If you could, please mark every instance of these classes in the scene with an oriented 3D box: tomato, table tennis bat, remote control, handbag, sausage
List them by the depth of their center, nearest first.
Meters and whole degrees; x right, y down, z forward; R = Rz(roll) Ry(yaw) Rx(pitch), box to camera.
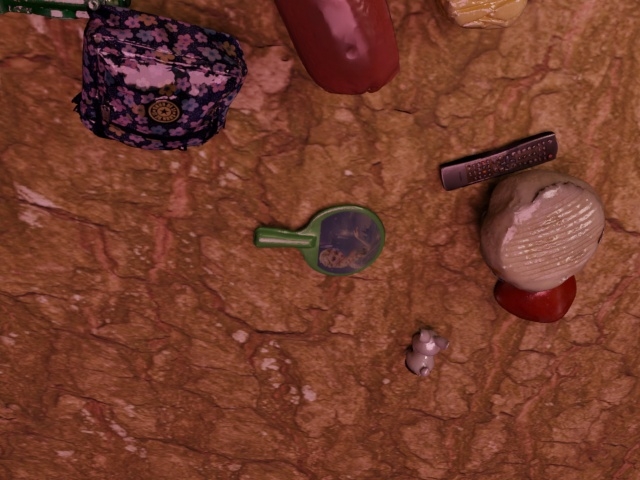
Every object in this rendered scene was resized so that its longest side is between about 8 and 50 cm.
[{"bbox_3d":[0.018,-0.331,0.729,0.152,0.152,0.280,-20,123,8],"label":"sausage"},{"bbox_3d":[-0.232,-0.213,0.767,0.228,0.127,0.208,3,148,-23],"label":"handbag"},{"bbox_3d":[0.320,-0.142,0.963,0.212,0.028,0.059,-16,121,5],"label":"remote control"},{"bbox_3d":[0.000,0.000,1.022,0.257,0.039,0.160,3,122,-11],"label":"table tennis bat"},{"bbox_3d":[0.468,0.113,1.119,0.174,0.082,0.166,25,117,-19],"label":"tomato"}]

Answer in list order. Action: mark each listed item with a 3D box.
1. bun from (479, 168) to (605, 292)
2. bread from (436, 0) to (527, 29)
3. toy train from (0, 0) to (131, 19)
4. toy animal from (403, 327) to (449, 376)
[{"bbox_3d":[0.396,-0.021,0.986,0.239,0.141,0.239,-5,121,-9],"label":"bun"},{"bbox_3d":[0.214,-0.411,0.719,0.140,0.106,0.236,-9,125,-2],"label":"bread"},{"bbox_3d":[-0.351,-0.330,0.717,0.178,0.105,0.071,2,120,-9],"label":"toy train"},{"bbox_3d":[0.233,0.239,1.189,0.071,0.085,0.124,18,117,3],"label":"toy animal"}]
